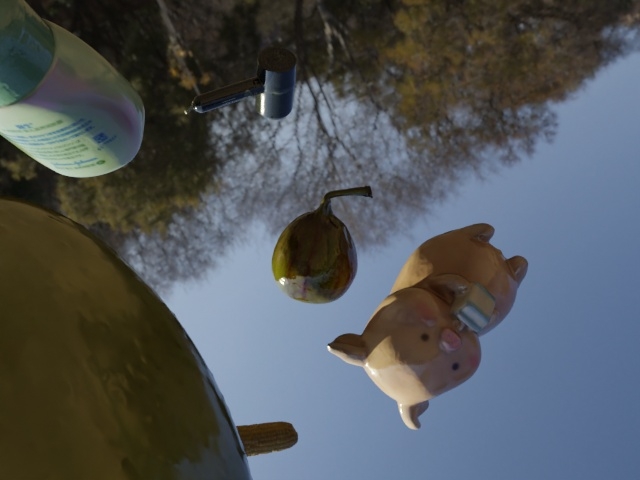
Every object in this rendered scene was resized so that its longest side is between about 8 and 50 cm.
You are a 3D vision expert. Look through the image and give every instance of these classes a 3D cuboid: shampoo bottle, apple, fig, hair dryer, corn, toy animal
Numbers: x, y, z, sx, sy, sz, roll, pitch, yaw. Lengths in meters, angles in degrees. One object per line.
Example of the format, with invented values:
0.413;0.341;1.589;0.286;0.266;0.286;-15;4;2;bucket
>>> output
-0.405;-0.225;1.139;0.222;0.349;0.151;-3;-111;18;shampoo bottle
-0.267;0.202;0.591;0.474;0.473;0.473;-23;-162;8;apple
-0.005;0.012;1.282;0.148;0.186;0.142;11;-145;17;fig
-0.143;-0.257;1.440;0.219;0.124;0.071;-23;-122;-25;hair dryer
-0.141;0.417;1.685;0.207;0.068;0.068;3;-178;-31;corn
0.180;0.123;1.210;0.213;0.195;0.256;-34;-168;46;toy animal
